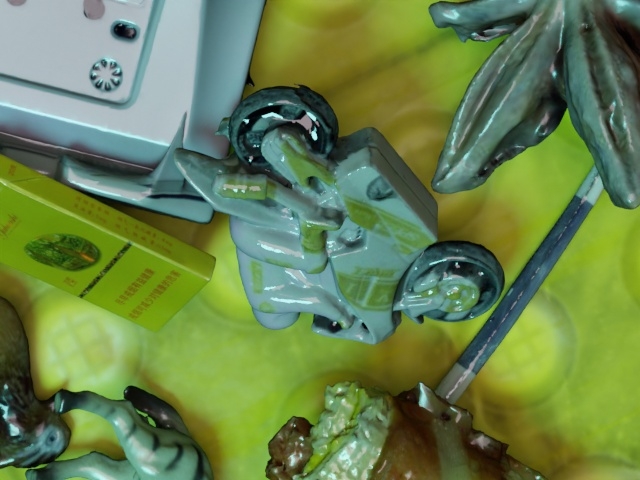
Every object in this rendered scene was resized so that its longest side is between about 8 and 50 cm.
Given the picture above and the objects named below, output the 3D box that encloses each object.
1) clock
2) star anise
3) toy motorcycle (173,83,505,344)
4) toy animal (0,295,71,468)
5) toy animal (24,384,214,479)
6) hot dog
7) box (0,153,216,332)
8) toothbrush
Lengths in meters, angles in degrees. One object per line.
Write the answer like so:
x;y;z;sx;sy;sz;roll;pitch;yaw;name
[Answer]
-0.165;-0.126;1.194;0.253;0.083;0.186;13;92;-3;clock
0.171;-0.125;1.198;0.198;0.110;0.257;22;75;20;star anise
0.000;0.000;1.192;0.152;0.073;0.225;-33;123;28;toy motorcycle
-0.263;0.108;1.208;0.188;0.089;0.179;-41;110;-5;toy animal
-0.097;0.201;1.220;0.176;0.073;0.217;2;82;-24;toy animal
0.059;0.172;1.216;0.213;0.103;0.146;32;92;-23;hot dog
-0.152;0.004;1.189;0.155;0.087;0.023;26;57;-17;box
0.161;-0.007;1.249;0.026;0.024;0.288;35;90;-18;toothbrush
